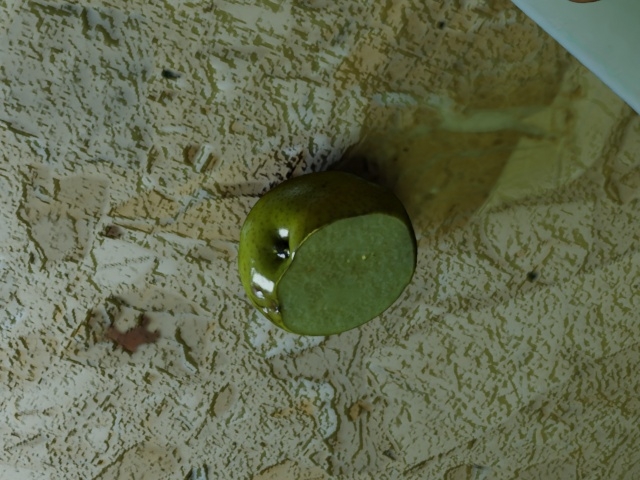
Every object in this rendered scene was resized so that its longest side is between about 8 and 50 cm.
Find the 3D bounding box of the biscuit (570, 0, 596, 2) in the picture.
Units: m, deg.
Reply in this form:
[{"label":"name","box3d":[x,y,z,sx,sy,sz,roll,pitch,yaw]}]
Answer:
[{"label":"biscuit","box3d":[0.156,-0.351,0.863,0.349,0.078,0.455,0,116,10]}]

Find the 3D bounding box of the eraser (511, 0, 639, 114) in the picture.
[{"label":"eraser","box3d":[0.239,-0.186,1.066,0.189,0.104,0.290,-40,123,23]}]

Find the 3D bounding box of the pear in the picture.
[{"label":"pear","box3d":[0.000,0.000,1.228,0.141,0.104,0.141,-20,138,-19]}]
